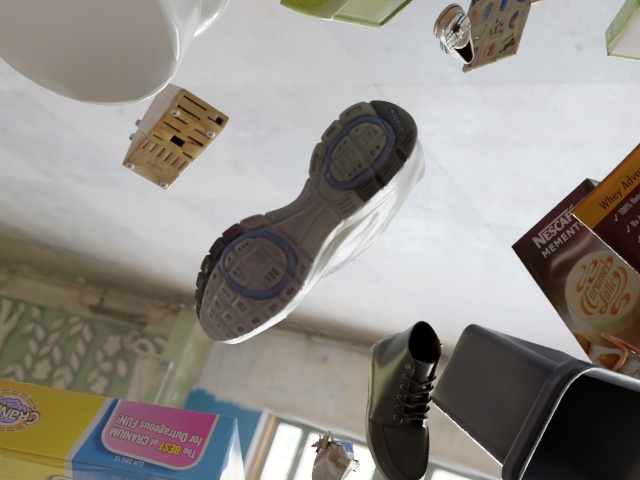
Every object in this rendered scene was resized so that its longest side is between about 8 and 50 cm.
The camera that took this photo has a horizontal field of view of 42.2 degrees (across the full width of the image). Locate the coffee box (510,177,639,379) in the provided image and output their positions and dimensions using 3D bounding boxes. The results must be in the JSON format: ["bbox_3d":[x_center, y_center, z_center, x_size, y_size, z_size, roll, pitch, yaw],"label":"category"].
[{"bbox_3d":[0.370,0.063,1.030,0.098,0.246,0.141,8,133,-47],"label":"coffee box"}]

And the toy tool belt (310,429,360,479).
[{"bbox_3d":[0.016,0.221,0.862,0.052,0.051,0.083,-3,171,11],"label":"toy tool belt"}]

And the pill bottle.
[{"bbox_3d":[-0.150,-0.301,0.724,0.204,0.360,0.204,9,143,7],"label":"pill bottle"}]

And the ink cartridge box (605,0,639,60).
[{"bbox_3d":[0.539,-0.340,1.193,0.171,0.056,0.235,8,154,-4],"label":"ink cartridge box"}]

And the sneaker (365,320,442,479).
[{"bbox_3d":[0.119,0.226,1.143,0.083,0.221,0.118,5,153,-22],"label":"sneaker"}]

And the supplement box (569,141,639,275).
[{"bbox_3d":[0.336,-0.024,0.635,0.194,0.191,0.129,46,-161,14],"label":"supplement box"}]

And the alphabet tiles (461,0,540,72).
[{"bbox_3d":[0.278,-0.362,1.212,0.009,0.237,0.198,25,167,-24],"label":"alphabet tiles"}]

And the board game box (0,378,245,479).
[{"bbox_3d":[-0.227,0.223,0.764,0.317,0.064,0.242,7,139,7],"label":"board game box"}]

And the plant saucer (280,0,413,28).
[{"bbox_3d":[0.075,-0.300,0.931,0.188,0.045,0.188,-36,169,30],"label":"plant saucer"}]

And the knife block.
[{"bbox_3d":[-0.238,-0.220,1.409,0.088,0.242,0.276,30,137,-22],"label":"knife block"}]

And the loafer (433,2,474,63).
[{"bbox_3d":[0.161,-0.238,0.966,0.039,0.045,0.125,44,-174,12],"label":"loafer"}]

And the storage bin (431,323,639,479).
[{"bbox_3d":[0.138,0.094,0.491,0.135,0.098,0.091,19,-171,-40],"label":"storage bin"}]

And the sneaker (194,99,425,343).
[{"bbox_3d":[0.000,0.000,0.829,0.111,0.297,0.129,52,-169,27],"label":"sneaker"}]
